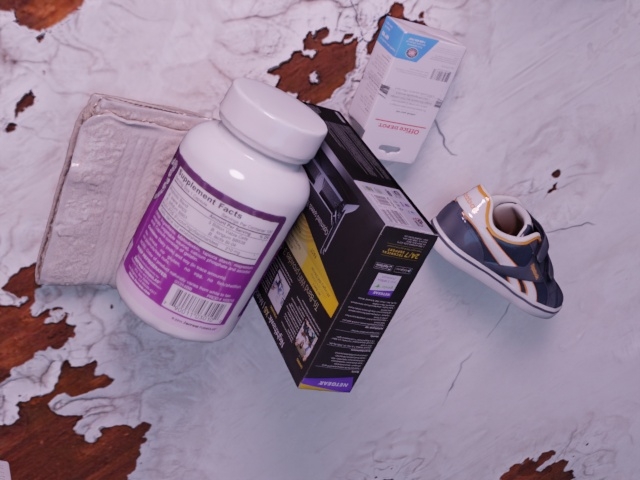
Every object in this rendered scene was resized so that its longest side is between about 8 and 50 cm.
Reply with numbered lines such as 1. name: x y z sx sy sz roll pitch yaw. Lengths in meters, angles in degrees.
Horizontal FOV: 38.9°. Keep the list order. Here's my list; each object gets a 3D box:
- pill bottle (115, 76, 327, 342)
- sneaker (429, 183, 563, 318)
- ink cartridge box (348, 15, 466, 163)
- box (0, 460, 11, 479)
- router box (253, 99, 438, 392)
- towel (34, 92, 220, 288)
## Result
1. pill bottle: -0.117 -0.038 1.103 0.169 0.169 0.301 16 115 -35
2. sneaker: 0.316 0.021 1.453 0.321 0.126 0.127 28 114 -37
3. ink cartridge box: 0.108 -0.199 1.224 0.104 0.060 0.180 6 121 -31
4. box: -0.567 0.411 1.314 0.182 0.119 0.181 22 112 -37
5. router box: 0.000 0.000 1.154 0.081 0.309 0.243 10 120 -31
6. towel: -0.246 -0.049 1.171 0.187 0.049 0.282 7 122 -30
